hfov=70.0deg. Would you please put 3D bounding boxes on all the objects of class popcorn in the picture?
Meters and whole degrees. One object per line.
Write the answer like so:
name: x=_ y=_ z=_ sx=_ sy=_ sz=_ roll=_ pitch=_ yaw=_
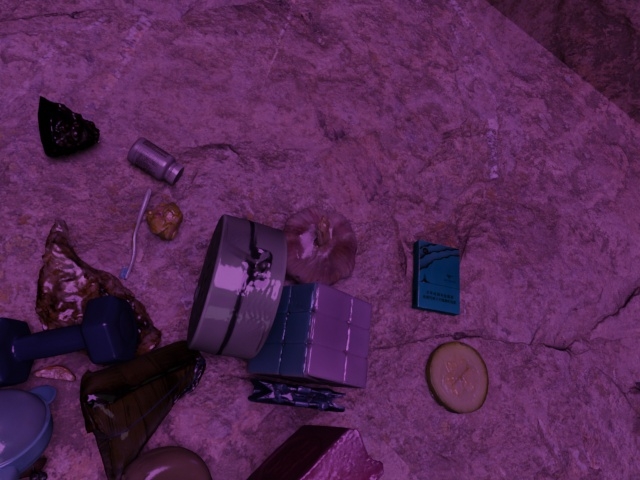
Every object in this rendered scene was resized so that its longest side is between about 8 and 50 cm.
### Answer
popcorn: x=-0.415 y=-0.054 z=1.233 sx=0.096 sy=0.109 sz=0.089 roll=-33 pitch=121 yaw=7

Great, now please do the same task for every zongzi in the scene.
zongzi: x=-0.401 y=0.416 z=1.085 sx=0.286 sy=0.138 sz=0.300 roll=-15 pitch=102 yaw=-40

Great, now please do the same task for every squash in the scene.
squash: x=0.428 y=0.422 z=1.423 sx=0.219 sy=0.041 sz=0.220 roll=7 pitch=71 yaw=-19

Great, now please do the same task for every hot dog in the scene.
hot dog: x=-0.618 y=0.308 z=1.070 sx=0.090 sy=0.030 sz=0.034 roll=14 pitch=67 yaw=-17

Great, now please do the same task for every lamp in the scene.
lamp: x=-0.663 y=0.415 z=0.913 sx=0.209 sy=0.147 sz=0.284 roll=-3 pitch=49 yaw=-8

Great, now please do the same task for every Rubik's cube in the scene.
Rubik's cube: x=-0.023 y=0.246 z=1.173 sx=0.221 sy=0.231 sz=0.225 roll=26 pitch=63 yaw=-39

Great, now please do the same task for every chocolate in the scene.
chocolate: x=-0.657 y=-0.292 z=1.210 sx=0.133 sy=0.156 sz=0.156 roll=-9 pitch=75 yaw=-43

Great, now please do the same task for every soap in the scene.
soap: x=-0.033 y=0.542 z=1.034 sx=0.233 sy=0.359 sz=0.128 roll=-35 pitch=84 yaw=-27

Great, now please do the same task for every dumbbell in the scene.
dumbbell: x=-0.574 y=0.220 z=0.994 sx=0.324 sy=0.144 sz=0.160 roll=-11 pitch=105 yaw=-2

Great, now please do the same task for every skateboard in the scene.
skateboard: x=-0.671 y=0.491 z=0.978 sx=0.151 sy=0.067 sz=0.080 roll=-6 pitch=66 yaw=-18

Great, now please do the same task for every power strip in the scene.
power strip: x=-0.205 y=0.107 z=1.110 sx=0.161 sy=0.357 sz=0.358 roll=16 pitch=68 yaw=-17

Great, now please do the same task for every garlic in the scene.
garlic: x=0.000 y=0.000 z=1.288 sx=0.244 sy=0.253 sz=0.245 roll=4 pitch=69 yaw=-10

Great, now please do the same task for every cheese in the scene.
cheese: x=-0.342 y=0.558 z=1.037 sx=0.202 sy=0.091 sz=0.176 roll=9 pitch=91 yaw=-31

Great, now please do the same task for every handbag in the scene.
handbag: x=-0.064 y=0.395 z=1.170 sx=0.229 sy=0.179 sz=0.062 roll=13 pitch=69 yaw=-14

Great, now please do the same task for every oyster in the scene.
oyster: x=-0.575 y=0.151 z=1.100 sx=0.204 sy=0.111 sz=0.396 roll=-43 pitch=95 yaw=-24

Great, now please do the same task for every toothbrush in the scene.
toothbrush: x=-0.492 y=-0.021 z=1.231 sx=0.026 sy=0.022 sz=0.263 roll=20 pitch=67 yaw=-27

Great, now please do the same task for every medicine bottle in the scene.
medicine bottle: x=-0.457 y=-0.218 z=1.276 sx=0.140 sy=0.079 sz=0.079 roll=32 pitch=65 yaw=-8

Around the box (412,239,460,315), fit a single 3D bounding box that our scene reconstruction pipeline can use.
box: x=0.382 y=0.122 z=1.503 sx=0.160 sy=0.042 sz=0.227 roll=12 pitch=69 yaw=-18
